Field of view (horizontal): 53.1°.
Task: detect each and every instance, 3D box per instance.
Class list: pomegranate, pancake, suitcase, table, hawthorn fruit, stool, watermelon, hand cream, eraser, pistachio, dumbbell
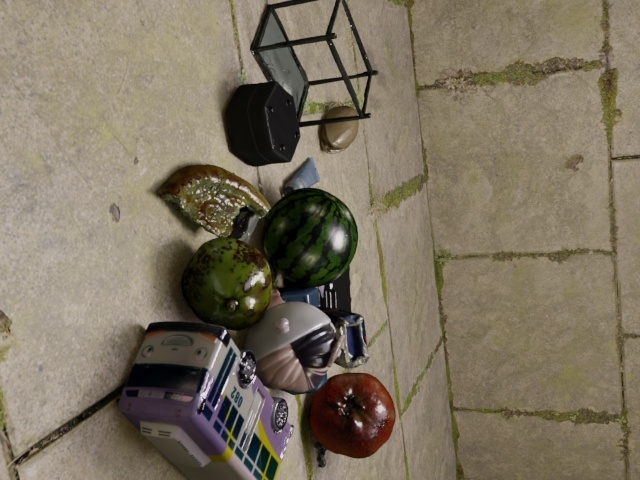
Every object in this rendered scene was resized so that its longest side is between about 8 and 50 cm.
[{"bbox_3d":[-0.203,0.092,1.550,0.276,0.204,0.221,-36,139,-60],"label":"pomegranate"},{"bbox_3d":[-0.252,-0.098,1.577,0.377,0.054,0.197,-7,82,-55],"label":"pancake"},{"bbox_3d":[0.052,0.220,2.304,0.206,0.066,0.285,1,87,-66],"label":"suitcase"},{"bbox_3d":[-0.005,-0.559,2.002,0.335,0.273,0.222,58,37,-49],"label":"table"},{"bbox_3d":[0.110,0.588,2.177,0.369,0.285,0.284,65,27,-79],"label":"hawthorn fruit"},{"bbox_3d":[-0.156,-0.325,1.791,0.232,0.141,0.232,-3,90,-66],"label":"stool"},{"bbox_3d":[-0.032,-0.012,1.877,0.285,0.285,0.284,-3,90,-67],"label":"watermelon"},{"bbox_3d":[-0.056,-0.198,2.124,0.091,0.058,0.271,67,25,-16],"label":"hand cream"},{"bbox_3d":[0.042,0.295,1.990,0.332,0.102,0.154,180,-97,-70],"label":"eraser"},{"bbox_3d":[0.070,-0.410,2.363,0.225,0.136,0.135,-64,144,-36],"label":"pistachio"},{"bbox_3d":[-0.070,0.295,1.920,0.144,0.156,0.315,-10,97,-36],"label":"dumbbell"}]

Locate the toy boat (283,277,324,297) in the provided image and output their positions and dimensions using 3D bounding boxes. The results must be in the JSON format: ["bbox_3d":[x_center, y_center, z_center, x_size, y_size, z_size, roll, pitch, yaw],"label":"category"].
[{"bbox_3d":[-0.019,0.076,2.098,0.318,0.072,0.219,-51,124,-45],"label":"toy boat"}]

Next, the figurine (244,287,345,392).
[{"bbox_3d":[-0.098,0.257,1.644,0.211,0.253,0.361,48,-5,-16],"label":"figurine"}]

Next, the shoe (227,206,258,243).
[{"bbox_3d":[-0.207,-0.050,1.750,0.194,0.074,0.077,-68,166,-46],"label":"shoe"}]

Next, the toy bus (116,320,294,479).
[{"bbox_3d":[-0.246,0.390,1.423,0.439,0.210,0.249,67,32,-42],"label":"toy bus"}]

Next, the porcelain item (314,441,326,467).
[{"bbox_3d":[0.000,0.702,2.187,0.075,0.021,0.136,38,53,-55],"label":"porcelain item"}]
